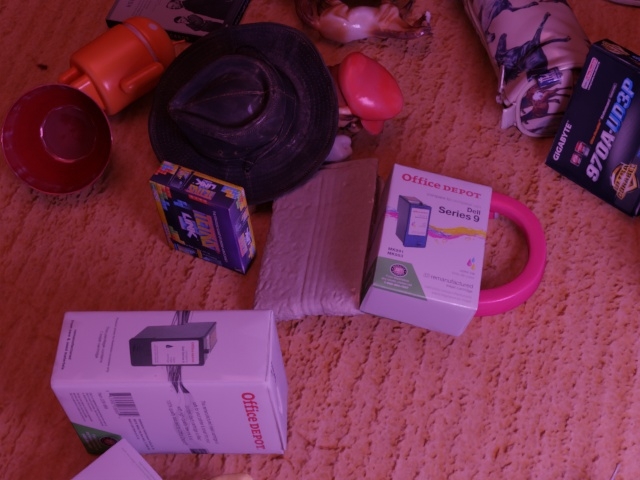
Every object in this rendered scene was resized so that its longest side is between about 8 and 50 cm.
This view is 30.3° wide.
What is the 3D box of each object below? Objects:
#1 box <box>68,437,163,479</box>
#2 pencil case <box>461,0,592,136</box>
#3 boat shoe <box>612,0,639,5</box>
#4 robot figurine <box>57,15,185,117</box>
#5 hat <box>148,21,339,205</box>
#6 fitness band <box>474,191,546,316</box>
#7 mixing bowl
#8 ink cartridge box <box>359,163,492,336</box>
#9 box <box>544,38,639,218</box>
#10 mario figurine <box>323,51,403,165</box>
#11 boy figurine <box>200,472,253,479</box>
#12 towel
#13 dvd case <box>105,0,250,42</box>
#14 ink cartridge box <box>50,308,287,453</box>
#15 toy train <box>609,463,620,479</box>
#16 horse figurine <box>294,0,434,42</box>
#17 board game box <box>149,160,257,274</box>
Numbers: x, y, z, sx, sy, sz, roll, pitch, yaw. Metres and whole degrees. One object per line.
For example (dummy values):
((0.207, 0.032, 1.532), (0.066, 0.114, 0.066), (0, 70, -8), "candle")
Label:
((-0.268, 0.346, 1.599), (0.102, 0.087, 0.101), (-38, 59, -19), "box")
((0.328, -0.365, 1.982), (0.183, 0.160, 0.410), (-7, 54, -16), "pencil case")
((0.505, -0.518, 2.096), (0.340, 0.113, 0.127), (27, 62, 23), "boat shoe")
((-0.343, -0.303, 2.037), (0.219, 0.158, 0.128), (-37, 93, -18), "robot figurine")
((-0.145, -0.206, 1.853), (0.331, 0.134, 0.331), (-1, 86, 20), "hat")
((0.196, 0.020, 1.798), (0.291, 0.054, 0.209), (-1, 58, 7), "fitness band")
((-0.424, -0.171, 1.951), (0.181, 0.181, 0.098), (-6, 11, 2), "mixing bowl")
((0.154, 0.011, 1.704), (0.154, 0.093, 0.212), (15, 57, -3), "ink cartridge box")
((0.458, -0.170, 1.798), (0.175, 0.220, 0.051), (37, 40, 26), "box")
((-0.017, -0.212, 1.966), (0.320, 0.170, 0.198), (-1, 91, 18), "mario figurine")
((-0.192, 0.409, 1.533), (0.177, 0.092, 0.285), (39, 62, -6), "boy figurine")
((0.000, 0.000, 1.809), (0.187, 0.049, 0.282), (-7, 53, 26), "towel")
((-0.254, -0.445, 2.186), (0.238, 0.029, 0.179), (12, 58, 15), "dvd case")
((-0.196, 0.198, 1.621), (0.289, 0.211, 0.121), (-1, 54, 5), "ink cartridge box")
((0.382, 0.413, 1.475), (0.143, 0.105, 0.248), (31, 63, 13), "toy train")
((0.070, -0.406, 2.100), (0.263, 0.066, 0.174), (1, 49, 5), "horse figurine")
((-0.177, -0.032, 1.802), (0.141, 0.170, 0.048), (20, 58, 20), "board game box")
